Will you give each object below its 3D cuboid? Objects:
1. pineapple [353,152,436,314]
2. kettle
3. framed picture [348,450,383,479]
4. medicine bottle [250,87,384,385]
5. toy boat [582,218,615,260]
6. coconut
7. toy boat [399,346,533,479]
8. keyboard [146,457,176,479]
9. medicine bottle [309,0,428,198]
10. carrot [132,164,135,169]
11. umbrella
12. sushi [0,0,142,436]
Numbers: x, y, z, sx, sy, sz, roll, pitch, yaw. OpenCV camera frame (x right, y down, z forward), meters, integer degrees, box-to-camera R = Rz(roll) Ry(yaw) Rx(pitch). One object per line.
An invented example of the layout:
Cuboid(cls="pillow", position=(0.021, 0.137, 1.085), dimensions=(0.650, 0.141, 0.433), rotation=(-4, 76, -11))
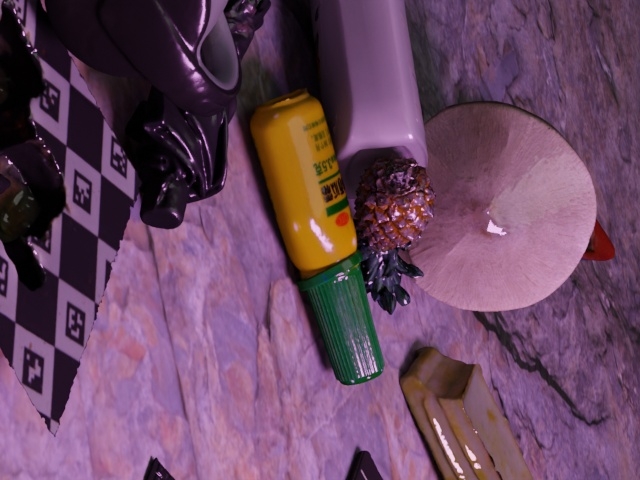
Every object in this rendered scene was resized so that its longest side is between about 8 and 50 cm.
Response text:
Cuboid(cls="pineapple", position=(0.074, -0.011, 1.930), dimensions=(0.103, 0.083, 0.221), rotation=(49, -25, 21))
Cuboid(cls="kettle", position=(-0.132, -0.216, 1.540), dimensions=(0.221, 0.161, 0.236), rotation=(59, 16, -23))
Cuboid(cls="framed picture", position=(0.082, 0.432, 1.936), dimensions=(0.347, 0.016, 0.265), rotation=(62, 30, -30))
Cuboid(cls="medicine bottle", position=(0.000, 0.000, 1.887), dimensions=(0.111, 0.076, 0.309), rotation=(-39, 116, -67))
Cuboid(cls="toy boat", position=(0.295, -0.048, 2.495), dimensions=(0.392, 0.079, 0.136), rotation=(38, 45, -52))
Cuboid(cls="coconut", position=(0.190, -0.042, 2.067), dimensions=(0.266, 0.237, 0.237), rotation=(-66, 139, -76))
Cuboid(cls="toy boat", position=(0.183, 0.251, 2.139), dimensions=(0.276, 0.084, 0.111), rotation=(67, 26, -19))
Cuboid(cls="keyboard", position=(-0.148, 0.279, 1.543), dimensions=(0.064, 0.010, 0.198), rotation=(56, 34, -35))
Cuboid(cls="medicine bottle", position=(0.046, -0.204, 1.991), dimensions=(0.161, 0.111, 0.296), rotation=(91, -6, -66))
Cuboid(cls="carrot", position=(-0.193, -0.059, 1.575), dimensions=(0.093, 0.032, 0.032), rotation=(0, 80, -59))
Cuboid(cls="umbrella", position=(-0.121, -0.134, 1.671), dimensions=(0.110, 0.122, 0.272), rotation=(22, 58, -15))
Cuboid(cls="sushi", position=(-0.251, -0.048, 1.418), dimensions=(0.294, 0.059, 0.292), rotation=(-76, 148, -48))
